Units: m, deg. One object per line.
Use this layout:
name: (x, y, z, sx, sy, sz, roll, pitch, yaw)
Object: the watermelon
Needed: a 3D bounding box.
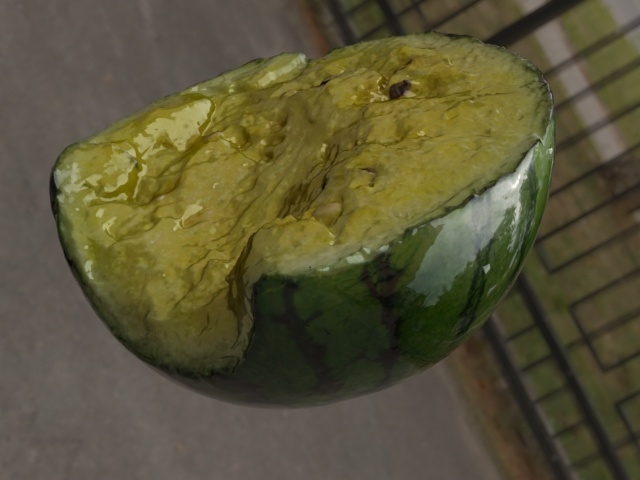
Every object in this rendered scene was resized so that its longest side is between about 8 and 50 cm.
watermelon: (0.000, 0.000, 1.047, 0.331, 0.330, 0.189, -88, 171, -59)
